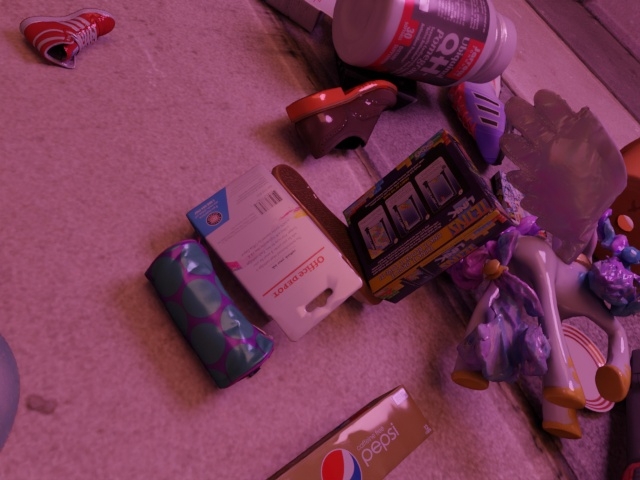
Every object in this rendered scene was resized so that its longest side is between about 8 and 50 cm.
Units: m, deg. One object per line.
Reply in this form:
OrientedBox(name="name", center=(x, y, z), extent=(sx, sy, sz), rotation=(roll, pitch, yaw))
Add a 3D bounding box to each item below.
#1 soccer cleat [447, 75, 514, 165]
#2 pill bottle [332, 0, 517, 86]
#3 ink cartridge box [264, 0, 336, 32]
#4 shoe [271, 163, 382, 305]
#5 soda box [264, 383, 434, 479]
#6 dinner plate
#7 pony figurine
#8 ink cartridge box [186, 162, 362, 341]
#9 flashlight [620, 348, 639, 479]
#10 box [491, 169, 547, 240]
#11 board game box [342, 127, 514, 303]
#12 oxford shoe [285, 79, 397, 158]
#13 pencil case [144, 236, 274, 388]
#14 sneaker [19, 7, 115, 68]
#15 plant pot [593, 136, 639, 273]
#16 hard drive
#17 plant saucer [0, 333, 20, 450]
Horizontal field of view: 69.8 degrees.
OrientedBox(name="soccer cleat", center=(0.329, -0.279, 0.974), extent=(0.117, 0.108, 0.318), rotation=(8, 53, -1))
OrientedBox(name="pill bottle", center=(0.196, -0.376, 0.823), extent=(0.319, 0.176, 0.176), rotation=(0, 58, -31))
OrientedBox(name="ink cartridge box", center=(-0.033, -0.491, 0.913), extent=(0.180, 0.060, 0.104), rotation=(33, 60, -6))
OrientedBox(name="shoe", center=(0.000, 0.000, 0.595), extent=(0.219, 0.058, 0.077), rotation=(51, 27, 6))
OrientedBox(name="soda box", center=(0.024, 0.212, 0.441), extent=(0.181, 0.061, 0.058), rotation=(-19, 69, -39))
OrientedBox(name="dinner plate", center=(0.397, 0.194, 0.709), extent=(0.141, 0.017, 0.141), rotation=(16, 51, -21))
OrientedBox(name="pony figurine", center=(0.281, 0.032, 0.616), extent=(0.351, 0.303, 0.363), rotation=(31, 59, -21))
OrientedBox(name="ink cartridge box", center=(-0.051, 0.017, 0.517), extent=(0.104, 0.061, 0.181), rotation=(-38, 80, -15))
OrientedBox(name="flashlight", center=(0.457, 0.292, 0.623), extent=(0.103, 0.103, 0.304), rotation=(27, 39, 18))
OrientedBox(name="box", center=(0.380, -0.065, 0.883), extent=(0.094, 0.027, 0.137), rotation=(22, 49, -13))
OrientedBox(name="board game box", center=(0.118, -0.028, 0.552), extent=(0.048, 0.170, 0.141), rotation=(24, 37, -42))
OrientedBox(name="oxford shoe", center=(0.051, -0.201, 0.762), extent=(0.271, 0.097, 0.098), rotation=(-30, 103, -44))
OrientedBox(name="pencil case", center=(-0.111, 0.071, 0.463), extent=(0.070, 0.064, 0.151), rotation=(-33, 77, -26))
OrientedBox(name="sneaker", center=(-0.317, -0.266, 0.603), extent=(0.118, 0.042, 0.067), rotation=(-30, 72, -34))
OrientedBox(name="plant pot", center=(0.650, -0.061, 0.893), extent=(0.204, 0.291, 0.290), rotation=(-20, 68, -21))
OrientedBox(name="hard drive", center=(0.107, -0.374, 0.929), extent=(0.172, 0.054, 0.254), rotation=(16, 51, -20))
OrientedBox(name="plant saucer", center=(-0.327, 0.116, 0.321), extent=(0.195, 0.037, 0.194), rotation=(16, 50, -20))
